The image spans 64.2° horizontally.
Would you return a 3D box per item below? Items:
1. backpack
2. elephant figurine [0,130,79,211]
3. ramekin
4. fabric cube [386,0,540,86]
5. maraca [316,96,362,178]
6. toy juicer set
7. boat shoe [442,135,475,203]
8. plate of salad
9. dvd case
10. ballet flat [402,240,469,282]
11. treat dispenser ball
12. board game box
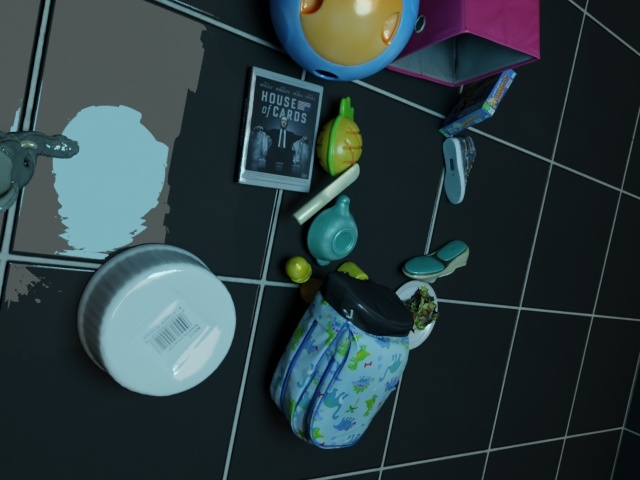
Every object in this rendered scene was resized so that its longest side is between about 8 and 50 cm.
[{"bbox_3d":[0.042,0.281,1.144,0.355,0.273,0.290,-47,142,16],"label":"backpack"},{"bbox_3d":[-0.511,-0.113,0.759,0.186,0.169,0.239,-38,139,9],"label":"elephant figurine"},{"bbox_3d":[-0.296,0.152,0.956,0.277,0.135,0.277,-7,102,-34],"label":"ramekin"},{"bbox_3d":[0.318,-0.529,1.162,0.259,0.254,0.258,2,90,-34],"label":"fabric cube"},{"bbox_3d":[0.047,-0.230,1.146,0.127,0.099,0.186,58,43,-68],"label":"maraca"},{"bbox_3d":[0.000,0.000,1.162,0.209,0.089,0.329,-22,122,-26],"label":"toy juicer set"},{"bbox_3d":[0.391,-0.197,1.408,0.083,0.065,0.183,-16,107,-31],"label":"boat shoe"},{"bbox_3d":[0.259,0.208,1.403,0.199,0.048,0.200,-6,102,-33],"label":"plate of salad"},{"bbox_3d":[-0.087,-0.231,1.095,0.179,0.029,0.239,4,97,-36],"label":"dvd case"},{"bbox_3d":[0.319,0.075,1.406,0.248,0.086,0.086,-19,109,-31],"label":"ballet flat"},{"bbox_3d":[0.046,-0.459,0.986,0.288,0.288,0.288,-7,103,-33],"label":"treat dispenser ball"},{"bbox_3d":[0.394,-0.349,1.301,0.035,0.201,0.136,35,78,-12],"label":"board game box"}]
